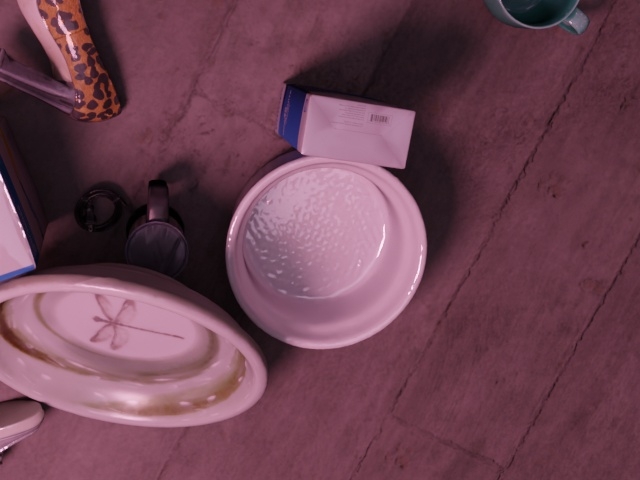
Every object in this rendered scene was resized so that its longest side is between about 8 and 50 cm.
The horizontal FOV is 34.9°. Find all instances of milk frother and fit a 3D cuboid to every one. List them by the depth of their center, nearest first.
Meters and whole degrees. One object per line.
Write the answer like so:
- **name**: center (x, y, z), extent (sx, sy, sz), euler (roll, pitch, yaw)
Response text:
- **milk frother**: center (-0.259, -0.012, 1.388), extent (0.143, 0.135, 0.129), euler (-16, 104, -6)

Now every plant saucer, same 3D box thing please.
- **plant saucer**: center (-0.263, 0.126, 1.362), extent (0.401, 0.400, 0.100), euler (17, 55, -14)

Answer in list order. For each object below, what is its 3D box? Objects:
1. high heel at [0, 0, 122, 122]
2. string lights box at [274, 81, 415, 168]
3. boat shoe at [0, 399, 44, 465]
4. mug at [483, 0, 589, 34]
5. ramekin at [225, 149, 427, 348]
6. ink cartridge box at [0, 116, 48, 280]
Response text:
- **high heel**: center (-0.313, -0.296, 1.359), extent (0.186, 0.093, 0.261), euler (24, 85, -37)
- **string lights box**: center (0.024, -0.157, 1.341), extent (0.133, 0.259, 0.076), euler (8, 100, -11)
- **boat shoe**: center (-0.494, 0.297, 1.453), extent (0.228, 0.079, 0.081), euler (-19, 113, 0)
- **mug**: center (0.294, -0.351, 1.430), extent (0.130, 0.097, 0.157), euler (-20, 106, -6)
- **ramekin**: center (0.000, 0.000, 1.431), extent (0.277, 0.135, 0.277), euler (-3, 108, -9)
- **ink cartridge box**: center (-0.461, -0.042, 1.294), extent (0.171, 0.232, 0.168), euler (-19, 108, -6)
